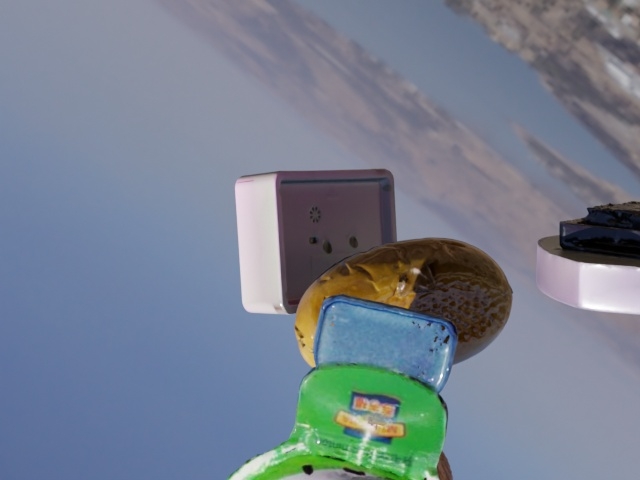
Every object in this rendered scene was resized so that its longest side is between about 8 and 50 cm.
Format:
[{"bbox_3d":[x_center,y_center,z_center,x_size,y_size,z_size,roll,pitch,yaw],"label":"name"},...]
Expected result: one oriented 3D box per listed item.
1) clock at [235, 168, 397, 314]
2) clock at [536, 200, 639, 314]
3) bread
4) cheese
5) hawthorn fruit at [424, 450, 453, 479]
[{"bbox_3d":[0.000,0.000,1.308,0.063,0.150,0.197,-2,-178,41],"label":"clock"},{"bbox_3d":[0.227,0.009,0.820,0.172,0.064,0.198,-4,-172,-40],"label":"clock"},{"bbox_3d":[0.063,0.053,0.972,0.189,0.114,0.077,-7,-151,-18],"label":"bread"},{"bbox_3d":[0.019,0.191,0.858,0.204,0.320,0.083,12,-158,4],"label":"cheese"},{"bbox_3d":[0.114,0.395,1.784,0.210,0.210,0.262,36,-172,-43],"label":"hawthorn fruit"}]
